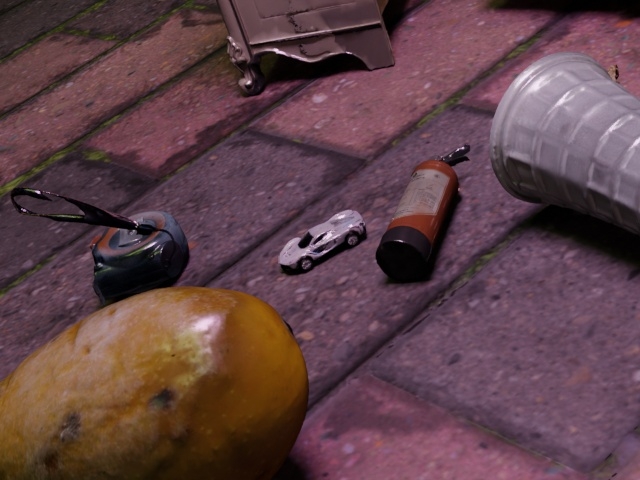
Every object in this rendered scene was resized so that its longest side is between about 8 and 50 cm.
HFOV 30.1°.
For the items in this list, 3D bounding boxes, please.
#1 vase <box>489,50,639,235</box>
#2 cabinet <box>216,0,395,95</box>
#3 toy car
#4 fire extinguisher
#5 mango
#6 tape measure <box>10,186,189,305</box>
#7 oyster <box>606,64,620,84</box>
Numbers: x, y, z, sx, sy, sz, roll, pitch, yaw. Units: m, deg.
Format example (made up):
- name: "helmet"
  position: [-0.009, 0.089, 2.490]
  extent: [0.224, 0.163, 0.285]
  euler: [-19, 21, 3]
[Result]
- name: "vase"
  position: [0.277, -0.044, 0.947]
  extent: [0.143, 0.143, 0.299]
  euler: [-30, 34, -14]
- name: "cabinet"
  position: [-0.019, -0.403, 1.535]
  extent: [0.227, 0.318, 0.290]
  euler: [-6, 34, 22]
- name: "toy car"
  position: [0.000, 0.000, 1.157]
  extent: [0.093, 0.025, 0.041]
  euler: [-28, 29, -10]
- name: "fire extinguisher"
  position: [0.101, -0.033, 1.120]
  extent: [0.062, 0.050, 0.177]
  euler: [-25, 24, 36]
- name: "mango"
  position: [-0.155, 0.142, 0.910]
  extent: [0.329, 0.176, 0.176]
  euler: [-23, 1, 37]
- name: "tape measure"
  position: [-0.216, -0.025, 1.206]
  extent: [0.104, 0.180, 0.107]
  euler: [-33, 28, 14]
- name: "oyster"
  position: [0.231, -0.121, 1.138]
  extent: [0.165, 0.108, 0.053]
  euler: [-12, 48, -44]
